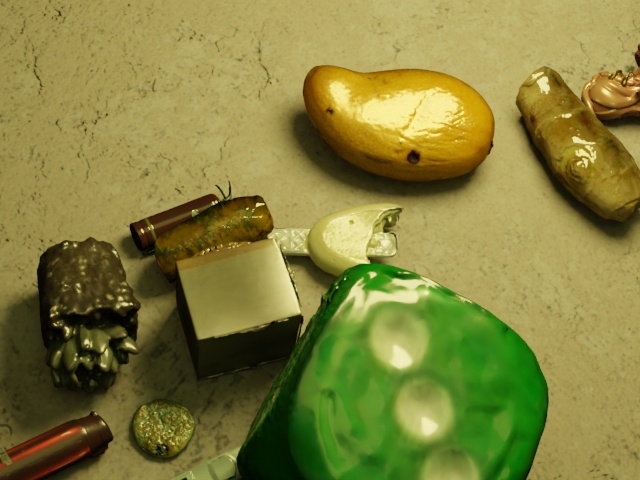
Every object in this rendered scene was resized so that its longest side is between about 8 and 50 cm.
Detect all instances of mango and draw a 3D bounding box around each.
[{"bbox_3d":[0.115,-0.177,1.823,0.295,0.120,0.177,9,71,-1],"label":"mango"}]

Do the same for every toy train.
[{"bbox_3d":[-0.161,0.318,1.581,0.207,0.047,0.043,-25,71,-17],"label":"toy train"}]

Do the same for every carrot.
[{"bbox_3d":[-0.150,-0.007,1.712,0.173,0.082,0.082,-23,69,-6],"label":"carrot"}]

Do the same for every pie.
[{"bbox_3d":[-0.211,0.248,1.624,0.085,0.017,0.085,3,65,-6],"label":"pie"}]

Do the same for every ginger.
[{"bbox_3d":[0.393,-0.140,1.846,0.116,0.109,0.263,-27,70,-13],"label":"ginger"}]

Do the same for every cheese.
[{"bbox_3d":[0.000,0.000,1.757,0.235,0.050,0.127,4,63,2],"label":"cheese"}]

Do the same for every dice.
[{"bbox_3d":[0.083,0.223,1.503,0.300,0.287,0.297,29,70,-5],"label":"dice"}]

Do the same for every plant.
[{"bbox_3d":[-0.307,0.101,1.621,0.132,0.129,0.194,-10,63,-13],"label":"plant"}]

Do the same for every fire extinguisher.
[{"bbox_3d":[-0.193,-0.031,1.750,0.158,0.043,0.064,-21,99,-17],"label":"fire extinguisher"}]

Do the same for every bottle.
[{"bbox_3d":[-0.348,0.276,1.572,0.164,0.060,0.060,-25,70,-19],"label":"bottle"}]

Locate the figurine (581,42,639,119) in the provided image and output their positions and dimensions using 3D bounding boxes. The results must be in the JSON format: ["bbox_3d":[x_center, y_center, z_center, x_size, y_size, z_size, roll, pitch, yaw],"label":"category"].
[{"bbox_3d":[0.490,-0.239,1.907,0.157,0.126,0.114,-22,26,-19],"label":"figurine"}]

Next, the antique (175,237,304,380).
[{"bbox_3d":[-0.112,0.086,1.647,0.152,0.147,0.148,-14,64,-14],"label":"antique"}]
